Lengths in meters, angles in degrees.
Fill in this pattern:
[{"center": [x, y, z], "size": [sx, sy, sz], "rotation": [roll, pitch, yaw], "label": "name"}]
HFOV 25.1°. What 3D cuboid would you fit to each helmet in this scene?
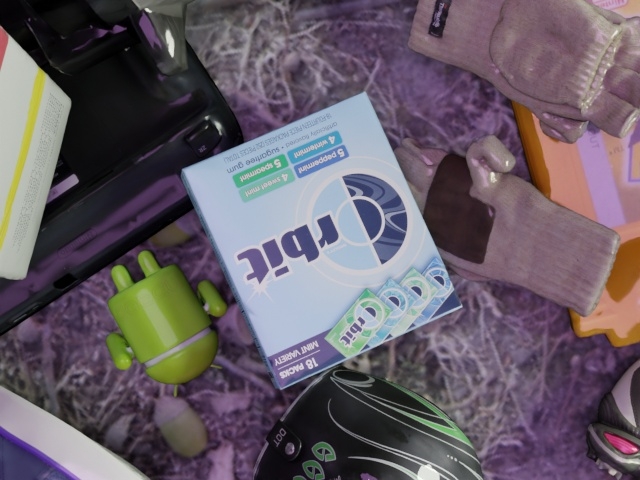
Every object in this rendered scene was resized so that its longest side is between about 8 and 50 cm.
[{"center": [0.046, 0.190, 1.118], "size": [0.161, 0.169, 0.169], "rotation": [34, 95, 18], "label": "helmet"}]

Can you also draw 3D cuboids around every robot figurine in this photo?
[{"center": [-0.126, 0.065, 1.159], "size": [0.101, 0.067, 0.115], "rotation": [-30, 92, -7], "label": "robot figurine"}]

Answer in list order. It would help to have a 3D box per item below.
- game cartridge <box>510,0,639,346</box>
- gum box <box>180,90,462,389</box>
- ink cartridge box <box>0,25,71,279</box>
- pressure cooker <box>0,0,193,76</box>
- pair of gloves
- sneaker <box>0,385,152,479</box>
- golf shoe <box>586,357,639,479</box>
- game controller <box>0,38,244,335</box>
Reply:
[{"center": [0.300, -0.099, 1.130], "size": [0.285, 0.052, 0.324], "rotation": [-16, 92, 5], "label": "game cartridge"}, {"center": [0.000, 0.000, 1.114], "size": [0.157, 0.041, 0.184], "rotation": [-23, 89, -8], "label": "gum box"}, {"center": [-0.336, -0.081, 0.943], "size": [0.279, 0.385, 0.160], "rotation": [14, 87, -1], "label": "ink cartridge box"}, {"center": [-0.135, -0.337, 0.988], "size": [0.420, 0.375, 0.370], "rotation": [-26, 52, 5], "label": "pressure cooker"}, {"center": [0.150, -0.078, 1.104], "size": [0.204, 0.042, 0.240], "rotation": [19, 109, 30], "label": "pair of gloves"}, {"center": [-0.298, 0.223, 1.113], "size": [0.322, 0.130, 0.236], "rotation": [26, 77, 17], "label": "sneaker"}, {"center": [0.343, 0.191, 1.124], "size": [0.273, 0.105, 0.120], "rotation": [34, 88, 0], "label": "golf shoe"}, {"center": [-0.223, -0.047, 1.169], "size": [0.319, 0.067, 0.166], "rotation": [-33, 77, 5], "label": "game controller"}]
